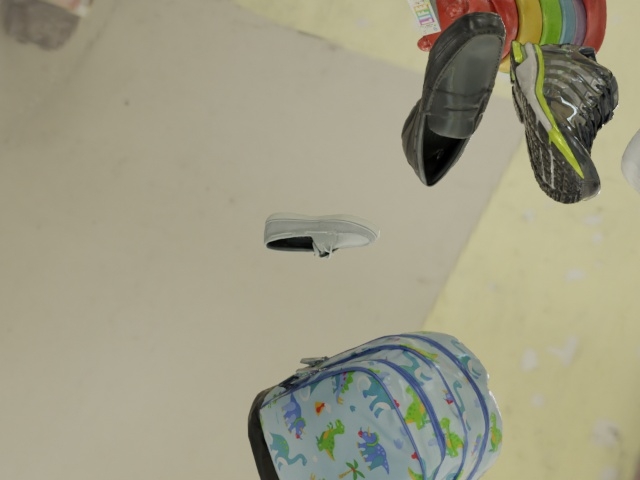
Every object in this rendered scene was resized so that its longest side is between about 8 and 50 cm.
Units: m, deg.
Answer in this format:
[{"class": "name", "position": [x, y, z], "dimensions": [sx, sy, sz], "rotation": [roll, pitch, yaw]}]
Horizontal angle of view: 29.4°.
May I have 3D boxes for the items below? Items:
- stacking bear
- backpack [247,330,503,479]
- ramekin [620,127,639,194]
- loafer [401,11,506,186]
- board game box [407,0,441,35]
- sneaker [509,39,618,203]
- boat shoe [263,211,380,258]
[{"class": "stacking bear", "position": [0.269, -0.323, 1.795], "dimensions": [0.289, 0.164, 0.175], "rotation": [-8, 160, -36]}, {"class": "backpack", "position": [0.074, 0.268, 1.639], "dimensions": [0.273, 0.355, 0.290], "rotation": [9, 58, -62]}, {"class": "ramekin", "position": [0.587, -0.108, 1.748], "dimensions": [0.277, 0.277, 0.135], "rotation": [79, -9, -60]}, {"class": "loafer", "position": [0.137, -0.138, 1.224], "dimensions": [0.223, 0.076, 0.078], "rotation": [112, -27, -55]}, {"class": "board game box", "position": [0.122, -0.357, 1.573], "dimensions": [0.103, 0.026, 0.154], "rotation": [50, 30, -65]}, {"class": "sneaker", "position": [0.303, -0.158, 1.466], "dimensions": [0.300, 0.121, 0.111], "rotation": [-94, 172, -48]}, {"class": "boat shoe", "position": [-0.001, -0.001, 2.361], "dimensions": [0.079, 0.227, 0.081], "rotation": [78, 20, -53]}]
